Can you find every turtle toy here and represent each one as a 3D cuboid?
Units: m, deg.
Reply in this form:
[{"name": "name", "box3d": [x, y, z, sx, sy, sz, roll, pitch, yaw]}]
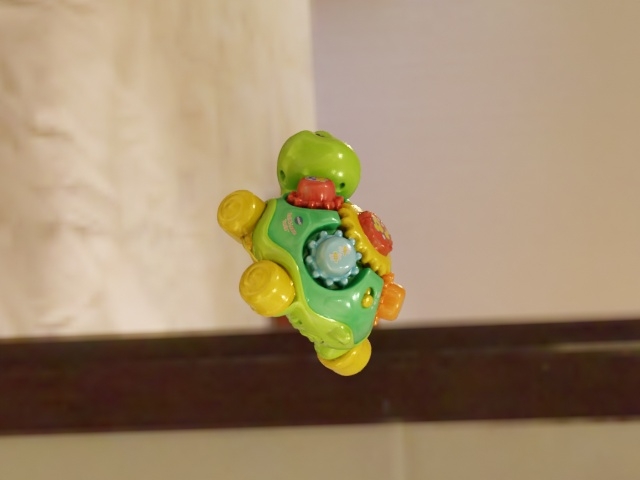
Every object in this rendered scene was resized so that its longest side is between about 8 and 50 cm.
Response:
[{"name": "turtle toy", "box3d": [0.000, 0.000, 1.003, 0.095, 0.066, 0.130, 40, 24, -46]}]
